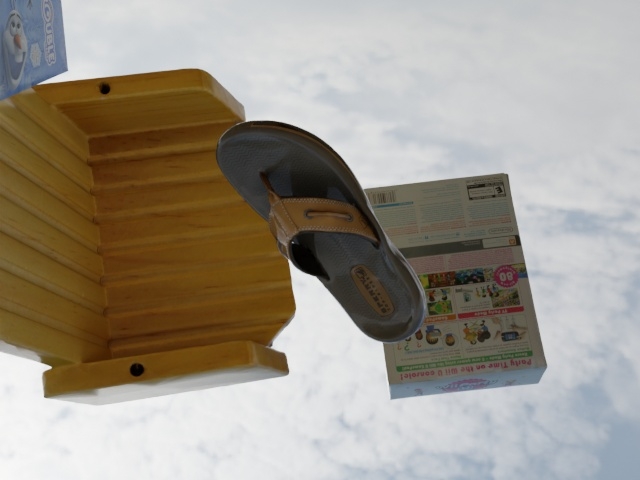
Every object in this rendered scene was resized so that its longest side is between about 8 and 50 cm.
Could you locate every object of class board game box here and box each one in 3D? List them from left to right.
[{"bbox_3d":[-0.145,-0.113,0.415,0.020,0.090,0.090,4,-158,9],"label":"board game box"},{"bbox_3d":[0.189,0.065,1.345,0.224,0.097,0.304,-6,-114,1],"label":"board game box"}]

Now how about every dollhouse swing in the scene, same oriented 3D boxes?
[{"bbox_3d":[-0.188,-0.035,0.942,0.315,0.347,0.305,-8,162,-7],"label":"dollhouse swing"}]

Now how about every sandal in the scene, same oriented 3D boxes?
[{"bbox_3d":[0.000,0.000,0.710,0.090,0.219,0.060,-28,-166,30],"label":"sandal"}]
